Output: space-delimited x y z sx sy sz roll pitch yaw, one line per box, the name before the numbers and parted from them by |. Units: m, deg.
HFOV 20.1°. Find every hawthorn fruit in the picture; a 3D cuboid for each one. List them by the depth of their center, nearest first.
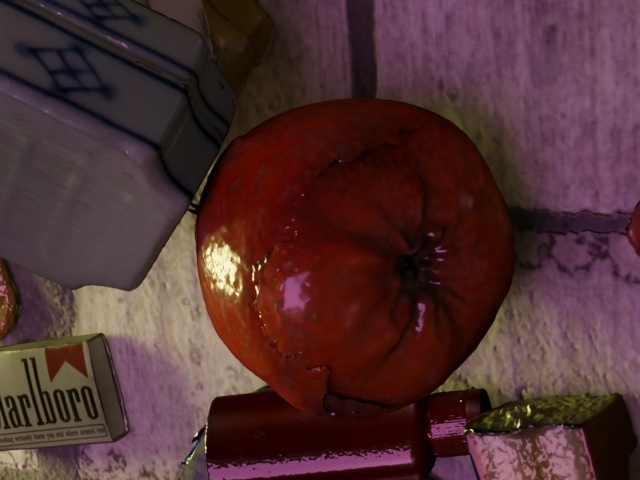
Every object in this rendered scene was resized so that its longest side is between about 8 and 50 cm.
hawthorn fruit | 0.000 0.000 1.559 0.307 0.276 0.276 22 115 44

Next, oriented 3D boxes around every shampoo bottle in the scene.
shampoo bottle | 0.027 0.178 1.653 0.260 0.064 0.102 -7 58 15

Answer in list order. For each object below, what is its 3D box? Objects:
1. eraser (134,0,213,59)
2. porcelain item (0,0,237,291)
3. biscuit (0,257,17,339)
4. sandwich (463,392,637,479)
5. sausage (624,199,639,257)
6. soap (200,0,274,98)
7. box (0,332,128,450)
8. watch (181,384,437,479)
eraser | -0.293 -0.231 1.681 0.397 0.082 0.213 -7 99 35
porcelain item | -0.233 -0.103 1.558 0.281 0.157 0.286 26 148 -6
biscuit | -0.404 0.000 1.960 0.118 0.029 0.247 -22 91 36
sandwich | 0.218 0.253 1.557 0.122 0.128 0.236 -13 93 29
sausage | 0.311 -0.020 1.449 0.141 0.076 0.076 -19 92 35
soap | -0.205 -0.234 1.726 0.315 0.091 0.199 49 125 13
box | -0.292 0.165 1.928 0.177 0.036 0.115 -9 97 36
watch | 0.010 0.253 1.731 0.276 0.068 0.274 -43 78 33
